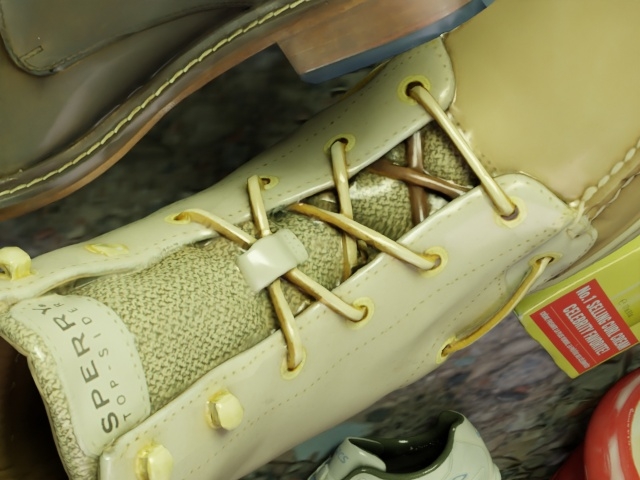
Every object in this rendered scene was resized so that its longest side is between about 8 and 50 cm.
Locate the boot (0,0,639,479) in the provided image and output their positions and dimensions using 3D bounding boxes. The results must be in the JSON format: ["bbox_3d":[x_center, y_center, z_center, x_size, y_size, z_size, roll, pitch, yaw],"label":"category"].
[{"bbox_3d":[0.000,0.000,0.378,0.203,0.095,0.262,-21,163,-49],"label":"boot"}]

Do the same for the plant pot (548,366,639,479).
[{"bbox_3d":[0.214,0.173,0.713,0.191,0.191,0.174,-9,142,-18],"label":"plant pot"}]

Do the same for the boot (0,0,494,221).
[{"bbox_3d":[-0.067,-0.078,0.333,0.219,0.082,0.106,-21,122,14],"label":"boot"}]

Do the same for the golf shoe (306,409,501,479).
[{"bbox_3d":[0.007,0.137,0.678,0.176,0.069,0.086,-19,122,-5],"label":"golf shoe"}]

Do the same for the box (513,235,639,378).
[{"bbox_3d":[0.181,-0.032,0.524,0.232,0.058,0.087,-29,146,11],"label":"box"}]
